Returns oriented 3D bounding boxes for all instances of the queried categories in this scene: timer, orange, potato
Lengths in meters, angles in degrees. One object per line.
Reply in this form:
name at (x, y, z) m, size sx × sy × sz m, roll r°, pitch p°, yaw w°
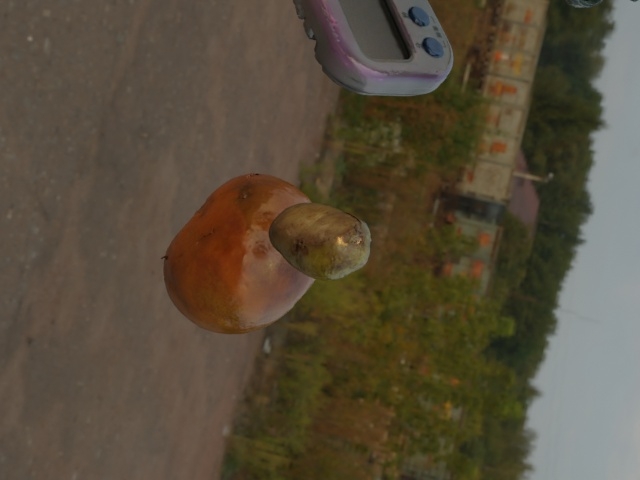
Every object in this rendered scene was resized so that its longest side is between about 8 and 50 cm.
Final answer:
timer at (0.064, -0.273, 1.273) m, size 0.069 × 0.191 × 0.208 m, roll -48°, pitch -125°, yaw 48°
orange at (-0.123, 0.024, 1.654) m, size 0.284 × 0.226 × 0.284 m, roll -44°, pitch -171°, yaw 9°
potato at (0.000, 0.000, 1.300) m, size 0.107 × 0.170 × 0.080 m, roll -24°, pitch 121°, yaw -31°

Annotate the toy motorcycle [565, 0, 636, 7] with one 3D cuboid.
toy motorcycle at (0.370, -0.354, 1.074) m, size 0.296 × 0.109 × 0.198 m, roll -29°, pitch 135°, yaw -27°
